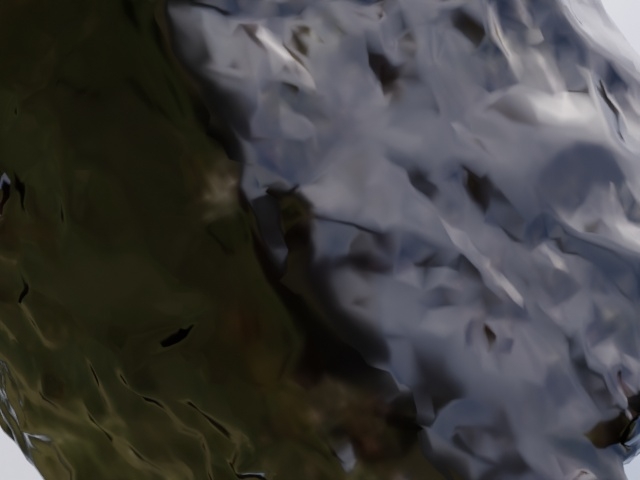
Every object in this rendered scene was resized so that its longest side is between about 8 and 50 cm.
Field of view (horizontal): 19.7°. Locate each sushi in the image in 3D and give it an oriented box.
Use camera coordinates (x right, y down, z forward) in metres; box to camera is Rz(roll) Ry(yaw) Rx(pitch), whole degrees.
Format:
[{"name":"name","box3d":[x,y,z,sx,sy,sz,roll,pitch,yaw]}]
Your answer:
[{"name":"sushi","box3d":[0.000,0.003,0.720,0.294,0.281,0.299,53,-20,1]}]
